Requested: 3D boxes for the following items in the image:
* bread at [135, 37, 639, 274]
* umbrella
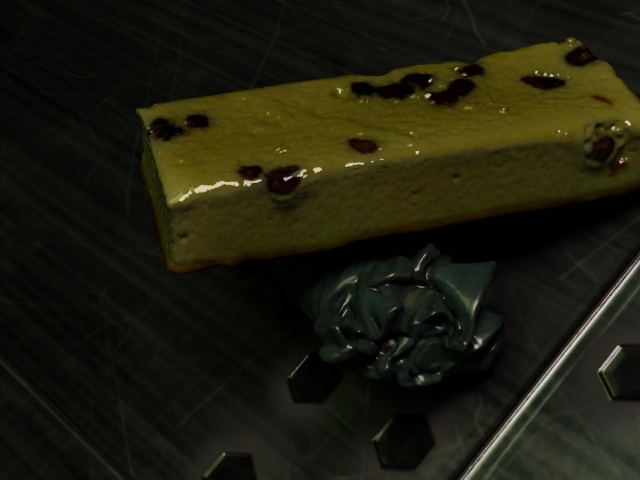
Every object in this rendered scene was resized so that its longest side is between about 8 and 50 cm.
[{"bbox_3d":[0.056,-0.068,0.874,0.361,0.077,0.138,-10,38,-11],"label":"bread"},{"bbox_3d":[-0.002,-0.002,0.936,0.349,0.143,0.094,45,129,52],"label":"umbrella"}]
